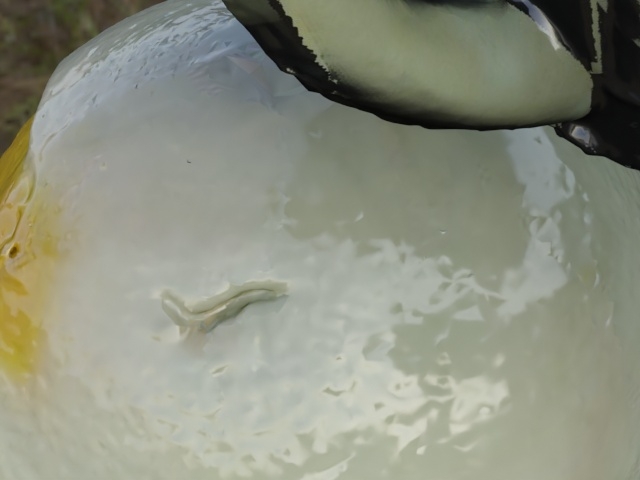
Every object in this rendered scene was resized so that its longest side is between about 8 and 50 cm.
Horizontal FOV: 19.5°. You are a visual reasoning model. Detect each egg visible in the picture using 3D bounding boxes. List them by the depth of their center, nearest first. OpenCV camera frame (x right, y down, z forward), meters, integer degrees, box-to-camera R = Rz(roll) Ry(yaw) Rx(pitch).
[{"bbox_3d":[0.000,0.000,0.752,0.337,0.201,0.337,-2,51,2],"label":"egg"}]

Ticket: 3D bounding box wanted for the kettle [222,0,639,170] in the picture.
[{"bbox_3d":[0.093,-0.173,0.498,0.321,0.324,0.228,-32,49,-9],"label":"kettle"}]
